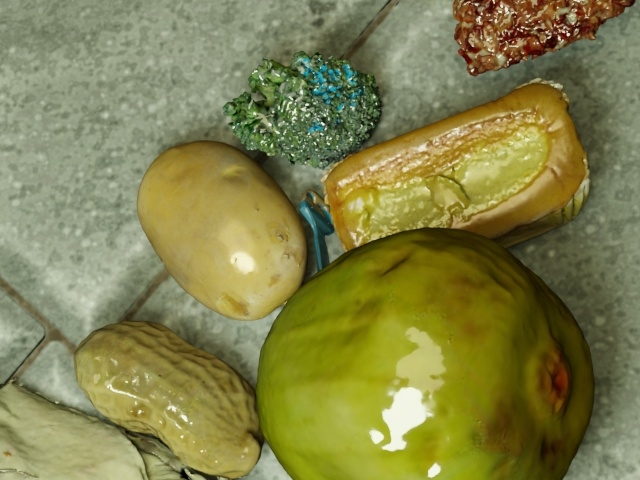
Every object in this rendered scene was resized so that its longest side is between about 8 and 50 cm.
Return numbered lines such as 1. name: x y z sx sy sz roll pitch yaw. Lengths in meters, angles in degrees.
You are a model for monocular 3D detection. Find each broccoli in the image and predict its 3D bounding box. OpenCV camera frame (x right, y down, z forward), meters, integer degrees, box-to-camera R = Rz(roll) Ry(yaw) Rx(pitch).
1. broccoli: -0.021 -0.157 1.886 0.167 0.154 0.160 -38 34 1

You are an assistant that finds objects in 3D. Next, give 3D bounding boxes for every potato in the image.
1. potato: -0.108 -0.018 1.865 0.150 0.146 0.234 -34 71 -28

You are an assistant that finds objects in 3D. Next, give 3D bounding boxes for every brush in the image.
1. brush: 0.000 0.000 1.835 0.014 0.051 0.164 -38 32 21

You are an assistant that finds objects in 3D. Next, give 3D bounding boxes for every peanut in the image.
1. peanut: -0.157 0.170 1.800 0.233 0.197 0.110 28 100 14

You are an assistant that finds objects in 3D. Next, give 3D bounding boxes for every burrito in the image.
1. burrito: -0.257 0.289 1.818 0.332 0.190 0.135 20 116 17

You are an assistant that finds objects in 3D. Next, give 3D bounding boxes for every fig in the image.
1. fig: 0.094 0.154 1.696 0.343 0.343 0.343 -2 78 11

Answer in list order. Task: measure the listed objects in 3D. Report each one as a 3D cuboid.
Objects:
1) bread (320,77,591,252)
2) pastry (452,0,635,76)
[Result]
1. bread: 0.153 -0.058 1.826 0.288 0.119 0.152 -21 71 7
2. pastry: 0.247 -0.260 1.859 0.208 0.097 0.115 -25 92 6
